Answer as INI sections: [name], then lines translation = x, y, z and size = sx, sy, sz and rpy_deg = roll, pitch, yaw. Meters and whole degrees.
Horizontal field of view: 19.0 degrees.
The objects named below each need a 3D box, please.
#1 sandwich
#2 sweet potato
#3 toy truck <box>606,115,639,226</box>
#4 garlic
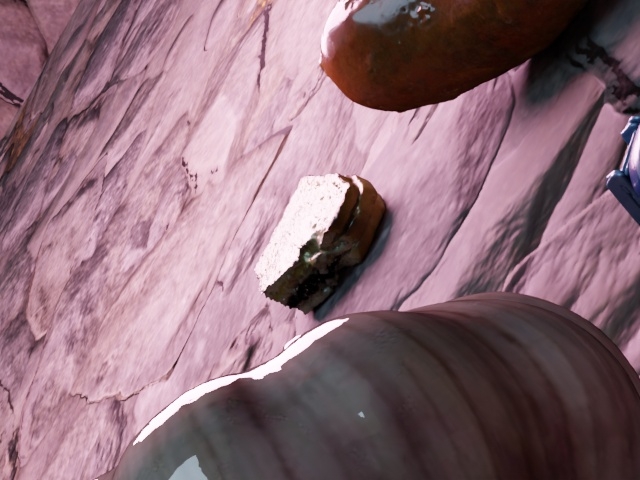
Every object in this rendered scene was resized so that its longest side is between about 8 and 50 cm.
[sandwich]
translation = 0.000, 0.000, 1.220
size = 0.093, 0.035, 0.105
rpy_deg = -66, 19, -13
[sweet potato]
translation = 0.104, -0.152, 1.058
size = 0.292, 0.097, 0.097
rpy_deg = -35, 32, 44
[toy truck]
translation = 0.153, -0.022, 0.776
size = 0.090, 0.073, 0.056
rpy_deg = 126, 166, -70
[garlic]
translation = 0.045, 0.145, 0.663
size = 0.253, 0.245, 0.245
rpy_deg = 48, 115, 31
